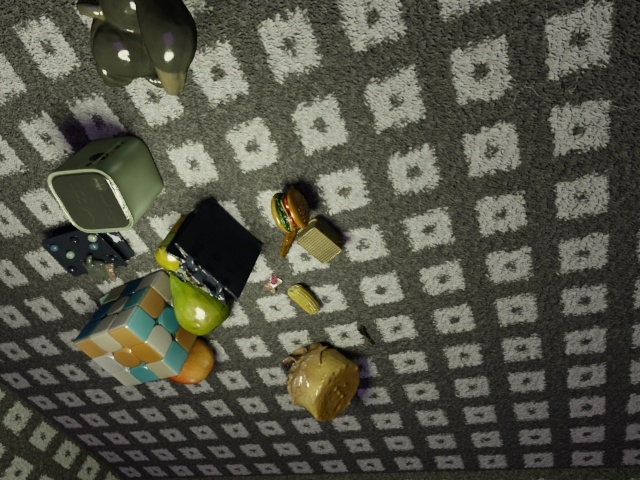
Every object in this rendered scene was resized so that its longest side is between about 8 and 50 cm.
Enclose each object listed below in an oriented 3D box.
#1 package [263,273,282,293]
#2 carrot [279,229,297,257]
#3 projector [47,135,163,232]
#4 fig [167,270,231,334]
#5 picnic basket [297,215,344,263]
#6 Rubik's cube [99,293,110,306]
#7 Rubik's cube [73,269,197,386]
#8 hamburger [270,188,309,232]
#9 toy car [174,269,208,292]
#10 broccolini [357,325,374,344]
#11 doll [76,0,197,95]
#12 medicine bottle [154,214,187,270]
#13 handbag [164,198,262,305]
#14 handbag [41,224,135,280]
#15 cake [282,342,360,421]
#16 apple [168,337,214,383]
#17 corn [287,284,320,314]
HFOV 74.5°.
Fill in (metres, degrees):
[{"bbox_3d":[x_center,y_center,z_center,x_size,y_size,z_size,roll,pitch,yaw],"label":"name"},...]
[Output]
[{"bbox_3d":[-0.207,0.190,1.831,0.059,0.029,0.083,32,116,-6],"label":"package"},{"bbox_3d":[-0.129,0.003,1.668,0.042,0.042,0.171,19,131,-5],"label":"carrot"},{"bbox_3d":[-0.744,-0.198,1.487,0.248,0.249,0.248,-2,128,12],"label":"projector"},{"bbox_3d":[-0.556,0.286,1.859,0.314,0.233,0.233,23,128,0],"label":"fig"},{"bbox_3d":[0.000,0.000,1.613,0.164,0.080,0.115,40,124,-20],"label":"picnic basket"},{"bbox_3d":[-1.013,0.298,2.033,0.084,0.075,0.073,-18,167,21],"label":"Rubik's cube"},{"bbox_3d":[-0.792,0.398,1.897,0.346,0.347,0.344,-19,121,22],"label":"Rubik's cube"},{"bbox_3d":[-0.107,-0.106,1.505,0.115,0.162,0.162,-17,123,20],"label":"hamburger"},{"bbox_3d":[-0.493,0.137,1.722,0.301,0.118,0.193,13,163,37],"label":"toy car"},{"bbox_3d":[0.214,0.440,1.955,0.035,0.030,0.140,-44,120,-5],"label":"broccolini"},{"bbox_3d":[-0.491,-0.529,1.129,0.252,0.379,0.382,-13,148,-24],"label":"doll"},{"bbox_3d":[-0.544,0.013,1.621,0.124,0.239,0.124,5,125,7],"label":"medicine bottle"},{"bbox_3d":[-0.392,0.043,1.558,0.121,0.329,0.303,-30,117,29],"label":"handbag"},{"bbox_3d":[-0.993,0.055,1.817,0.325,0.118,0.269,-12,125,21],"label":"handbag"},{"bbox_3d":[-0.019,0.652,2.029,0.321,0.332,0.333,26,140,40],"label":"cake"},{"bbox_3d":[-0.661,0.590,2.089,0.242,0.242,0.241,-26,132,27],"label":"apple"},{"bbox_3d":[-0.070,0.258,1.836,0.085,0.063,0.165,-30,119,18],"label":"corn"}]
